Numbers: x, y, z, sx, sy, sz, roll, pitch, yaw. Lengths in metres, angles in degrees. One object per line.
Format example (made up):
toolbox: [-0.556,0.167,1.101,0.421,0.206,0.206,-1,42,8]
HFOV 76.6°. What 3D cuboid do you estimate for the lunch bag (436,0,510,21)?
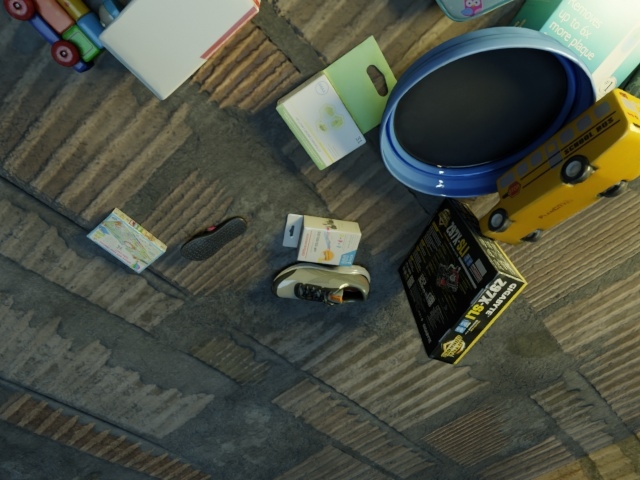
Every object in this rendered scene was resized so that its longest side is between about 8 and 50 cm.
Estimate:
lunch bag: [0.238,-0.509,0.631,0.279,0.224,0.107,48,65,-26]

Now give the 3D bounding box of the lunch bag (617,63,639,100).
lunch bag: [0.720,-0.255,0.803,0.305,0.256,0.212,15,121,-14]

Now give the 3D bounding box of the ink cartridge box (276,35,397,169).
ink cartridge box: [0.050,-0.281,0.852,0.235,0.056,0.171,-29,120,16]

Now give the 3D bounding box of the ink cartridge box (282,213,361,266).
ink cartridge box: [0.000,0.000,1.027,0.182,0.061,0.104,7,122,-9]

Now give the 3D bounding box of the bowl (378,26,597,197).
bowl: [0.313,-0.232,0.806,0.392,0.077,0.391,2,149,1]

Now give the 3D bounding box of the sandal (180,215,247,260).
sandal: [-0.267,-0.007,1.020,0.179,0.040,0.067,-30,127,-2]

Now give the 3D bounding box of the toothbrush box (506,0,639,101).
toothbrush box: [0.524,-0.440,0.743,0.217,0.126,0.295,25,117,-20]

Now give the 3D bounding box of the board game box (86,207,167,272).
board game box: [-0.480,0.003,1.010,0.103,0.026,0.154,-35,120,17]

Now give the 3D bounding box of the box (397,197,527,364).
box: [0.305,0.083,0.953,0.080,0.322,0.257,20,119,-16]

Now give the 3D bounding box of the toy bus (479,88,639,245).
toy bus: [0.458,-0.117,0.785,0.108,0.130,0.332,14,147,-19]

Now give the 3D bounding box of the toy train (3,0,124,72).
toy train: [-0.459,-0.431,0.686,0.143,0.105,0.248,-36,120,6]

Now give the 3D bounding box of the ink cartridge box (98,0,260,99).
ink cartridge box: [-0.202,-0.365,0.645,0.197,0.272,0.114,-34,123,17]

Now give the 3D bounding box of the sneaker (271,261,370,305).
sneaker: [0.003,0.124,1.084,0.272,0.108,0.100,-2,125,-2]
